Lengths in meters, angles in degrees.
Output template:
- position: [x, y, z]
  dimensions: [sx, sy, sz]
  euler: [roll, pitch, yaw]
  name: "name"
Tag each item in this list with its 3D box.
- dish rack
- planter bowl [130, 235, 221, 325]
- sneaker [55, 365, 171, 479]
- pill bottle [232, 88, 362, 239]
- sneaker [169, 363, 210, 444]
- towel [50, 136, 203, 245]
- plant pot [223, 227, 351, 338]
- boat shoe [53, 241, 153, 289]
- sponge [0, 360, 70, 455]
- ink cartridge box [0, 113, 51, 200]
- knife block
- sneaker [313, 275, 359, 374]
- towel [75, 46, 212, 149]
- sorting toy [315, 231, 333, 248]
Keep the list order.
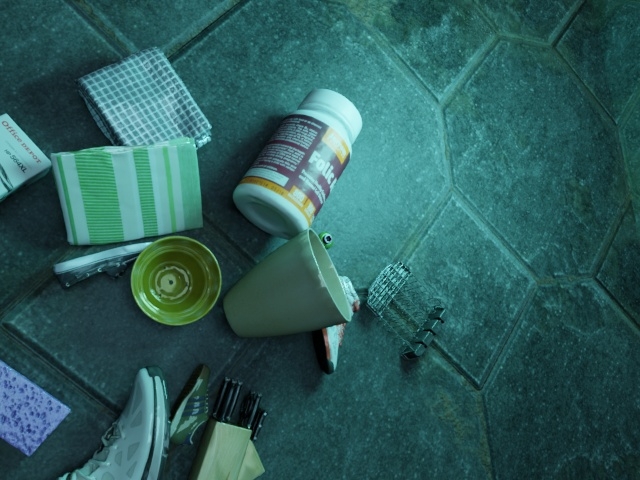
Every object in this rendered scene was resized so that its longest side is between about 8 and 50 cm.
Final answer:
- position: [0.260, 0.209, 1.503]
  dimensions: [0.271, 0.074, 0.208]
  euler: [47, 63, -8]
  name: "dish rack"
- position: [-0.365, 0.102, 1.214]
  dimensions: [0.217, 0.090, 0.217]
  euler: [5, 79, -29]
  name: "planter bowl"
- position: [-0.477, 0.492, 1.041]
  dimensions: [0.258, 0.169, 0.447]
  euler: [11, 78, -25]
  name: "sneaker"
- position: [-0.051, -0.215, 1.353]
  dimensions: [0.224, 0.224, 0.392]
  euler: [36, 68, -15]
  name: "pill bottle"
- position: [-0.308, 0.410, 1.202]
  dimensions: [0.086, 0.064, 0.192]
  euler: [37, 67, -23]
  name: "sneaker"
- position: [-0.456, -0.117, 1.187]
  dimensions: [0.325, 0.038, 0.247]
  euler: [-13, 119, -28]
  name: "towel"
- position: [-0.097, 0.140, 1.242]
  dimensions: [0.274, 0.256, 0.256]
  euler: [-25, 91, 9]
  name: "plant pot"
- position: [-0.508, 0.062, 1.167]
  dimensions: [0.229, 0.080, 0.076]
  euler: [-17, 95, -27]
  name: "boat shoe"
- position: [-0.671, 0.356, 1.055]
  dimensions: [0.210, 0.031, 0.117]
  euler: [42, 66, -13]
  name: "sponge"
- position: [-0.731, -0.163, 1.067]
  dimensions: [0.148, 0.086, 0.203]
  euler: [52, 49, -15]
  name: "ink cartridge box"
- position: [-0.252, 0.488, 1.194]
  dimensions: [0.276, 0.088, 0.242]
  euler: [-25, 90, -27]
  name: "knife block"
- position: [0.051, 0.233, 1.386]
  dimensions: [0.145, 0.090, 0.270]
  euler: [-7, 80, -24]
  name: "sneaker"
- position: [-0.442, -0.329, 1.250]
  dimensions: [0.235, 0.121, 0.283]
  euler: [-37, 97, -26]
  name: "towel"
- position: [0.000, 0.000, 1.435]
  dimensions: [0.102, 0.042, 0.061]
  euler: [1, 79, -25]
  name: "sorting toy"
